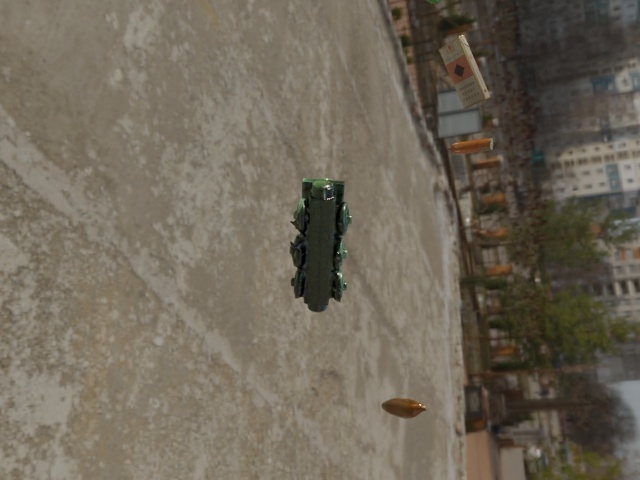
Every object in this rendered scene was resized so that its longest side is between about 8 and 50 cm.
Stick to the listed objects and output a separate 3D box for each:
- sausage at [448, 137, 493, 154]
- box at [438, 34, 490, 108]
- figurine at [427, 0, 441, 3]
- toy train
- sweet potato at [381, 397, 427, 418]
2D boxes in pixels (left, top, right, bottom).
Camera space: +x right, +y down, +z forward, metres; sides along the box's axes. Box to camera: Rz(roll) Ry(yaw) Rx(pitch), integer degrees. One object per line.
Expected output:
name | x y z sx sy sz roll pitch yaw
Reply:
sausage | 0.355 -0.222 1.694 0.031 0.107 0.031 17 70 -61
box | 0.180 -0.210 0.891 0.083 0.012 0.046 66 -23 -4
figurine | 0.219 -0.435 1.116 0.156 0.115 0.094 105 -18 -54
toy train | 0.000 0.000 0.867 0.111 0.071 0.170 -85 178 -63
sweet potato | 0.132 0.273 1.158 0.034 0.095 0.034 11 74 -41
